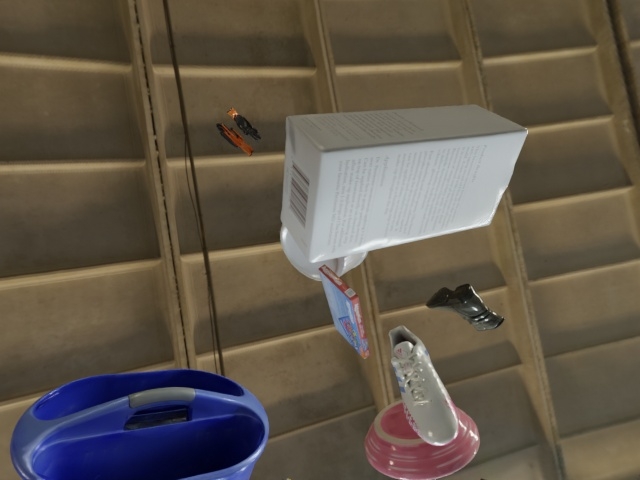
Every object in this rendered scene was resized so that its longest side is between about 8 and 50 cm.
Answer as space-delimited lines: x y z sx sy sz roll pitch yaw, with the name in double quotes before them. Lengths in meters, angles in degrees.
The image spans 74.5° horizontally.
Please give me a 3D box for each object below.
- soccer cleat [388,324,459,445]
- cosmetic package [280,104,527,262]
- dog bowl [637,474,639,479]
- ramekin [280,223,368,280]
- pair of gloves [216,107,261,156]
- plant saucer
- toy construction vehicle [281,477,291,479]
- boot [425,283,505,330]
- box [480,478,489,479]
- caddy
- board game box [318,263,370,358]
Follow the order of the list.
"soccer cleat" 0.229 0.338 1.026 0.116 0.331 0.143 -29 -69 7
"cosmetic package" 0.160 -0.129 0.842 0.453 0.161 0.230 -10 -51 -24
"dog bowl" 0.588 0.412 0.532 0.349 0.102 0.348 -7 -107 26
"ramekin" 0.000 0.000 1.258 0.273 0.273 0.127 52 -130 -5
"pair of gloves" -0.138 -0.185 0.718 0.074 0.010 0.083 40 -142 -21
"plant saucer" 0.288 0.558 1.236 0.332 0.332 0.084 -16 -84 -19
"toy construction vehicle" -0.039 0.423 0.638 0.086 0.035 0.098 26 -139 5
"boot" 0.444 0.226 1.319 0.161 0.246 0.083 45 -109 -3
"box" 0.416 0.638 0.943 0.116 0.029 0.162 4 -103 16
"caddy" -0.245 0.294 0.613 0.341 0.241 0.179 7 -75 -36
"board game box" 0.069 0.201 1.155 0.027 0.145 0.281 -32 -43 -17
